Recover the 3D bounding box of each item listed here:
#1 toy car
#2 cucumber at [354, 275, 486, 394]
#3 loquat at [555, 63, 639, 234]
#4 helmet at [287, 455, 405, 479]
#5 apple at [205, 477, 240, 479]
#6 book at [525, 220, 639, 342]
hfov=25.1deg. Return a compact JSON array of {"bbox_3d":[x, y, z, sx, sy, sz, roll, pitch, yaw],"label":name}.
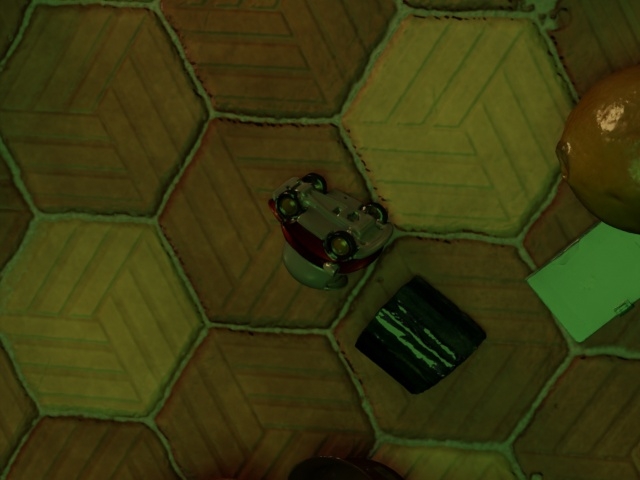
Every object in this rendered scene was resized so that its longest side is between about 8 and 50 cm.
[{"bbox_3d":[0.000,0.000,1.644,0.139,0.112,0.112,32,123,12],"label":"toy car"},{"bbox_3d":[0.112,0.118,1.667,0.115,0.062,0.116,41,105,3],"label":"cucumber"},{"bbox_3d":[0.364,-0.100,1.505,0.234,0.176,0.187,-3,61,2],"label":"loquat"},{"bbox_3d":[0.048,0.317,1.701,0.175,0.106,0.155,37,120,15],"label":"helmet"},{"bbox_3d":[-0.130,0.419,1.708,0.242,0.242,0.241,-17,111,14],"label":"apple"},{"bbox_3d":[0.317,0.042,1.631,0.135,0.017,0.103,-40,91,16],"label":"book"}]
